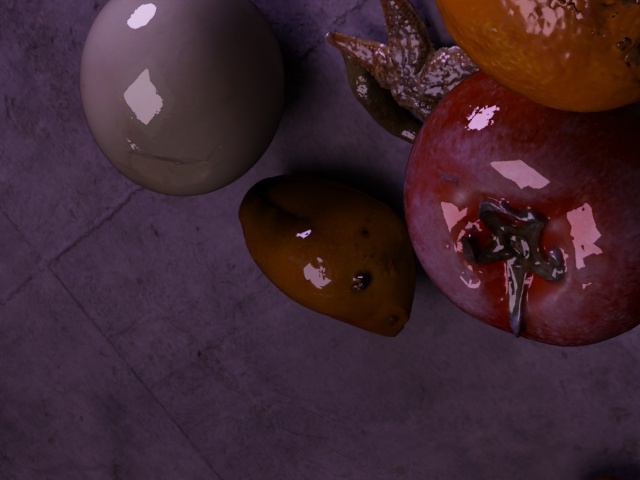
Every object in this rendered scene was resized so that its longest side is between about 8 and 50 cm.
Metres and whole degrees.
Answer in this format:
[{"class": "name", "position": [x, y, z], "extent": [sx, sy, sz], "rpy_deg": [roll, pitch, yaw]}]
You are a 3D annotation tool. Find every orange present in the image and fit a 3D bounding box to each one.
[{"class": "orange", "position": [0.209, -0.227, 1.457], "extent": [0.246, 0.246, 0.246], "rpy_deg": [29, 142, 26]}]

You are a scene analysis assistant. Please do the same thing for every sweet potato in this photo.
[{"class": "sweet potato", "position": [0.066, -0.140, 1.882], "extent": [0.153, 0.038, 0.041], "rpy_deg": [50, 169, -5]}]

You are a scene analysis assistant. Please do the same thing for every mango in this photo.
[{"class": "mango", "position": [0.000, 0.000, 1.999], "extent": [0.236, 0.166, 0.136], "rpy_deg": [35, 105, 54]}]

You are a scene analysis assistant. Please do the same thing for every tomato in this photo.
[{"class": "tomato", "position": [0.211, -0.042, 1.645], "extent": [0.270, 0.227, 0.270], "rpy_deg": [17, 130, 21]}]

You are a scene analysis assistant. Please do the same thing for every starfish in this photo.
[{"class": "starfish", "position": [0.117, -0.167, 1.793], "extent": [0.247, 0.050, 0.138], "rpy_deg": [37, 144, 5]}]

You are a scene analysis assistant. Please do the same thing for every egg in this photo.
[{"class": "egg", "position": [-0.145, -0.163, 1.933], "extent": [0.219, 0.219, 0.269], "rpy_deg": [35, 161, 20]}]

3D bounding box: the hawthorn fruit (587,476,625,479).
[{"class": "hawthorn fruit", "position": [0.270, 0.379, 1.944], "extent": [0.165, 0.285, 0.165], "rpy_deg": [21, 139, 19]}]
